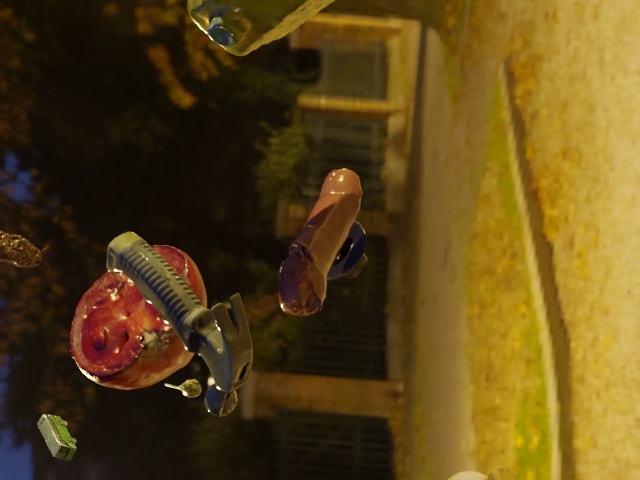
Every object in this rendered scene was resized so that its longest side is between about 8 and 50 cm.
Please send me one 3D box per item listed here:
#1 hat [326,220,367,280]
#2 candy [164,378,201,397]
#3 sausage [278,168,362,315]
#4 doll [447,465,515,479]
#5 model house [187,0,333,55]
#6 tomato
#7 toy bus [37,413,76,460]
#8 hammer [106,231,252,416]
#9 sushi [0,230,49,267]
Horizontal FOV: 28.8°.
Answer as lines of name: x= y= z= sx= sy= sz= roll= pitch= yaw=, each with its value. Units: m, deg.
hat: x=0.042 y=0.028 z=1.928 sx=0.121 sy=0.050 sz=0.121 roll=-41 pitch=26 yaw=25
candy: x=-0.270 y=0.284 z=2.413 sx=0.123 sy=0.035 sz=0.035 roll=-3 pitch=108 yaw=55
sausage: x=0.001 y=0.000 z=1.773 sx=0.304 sy=0.078 sz=0.078 roll=-66 pitch=-16 yaw=-51
doll: x=0.222 y=0.451 z=1.974 sx=0.141 sy=0.117 sz=0.296 roll=62 pitch=150 yaw=18
model house: x=-0.041 y=-0.387 z=1.616 sx=0.237 sy=0.215 sz=0.303 roll=-29 pitch=34 yaw=47
tomato: x=-0.261 y=0.129 z=1.913 sx=0.139 sy=0.233 sz=0.200 roll=49 pitch=-176 yaw=-47
toy bus: x=-0.411 y=0.307 z=1.949 sx=0.031 sy=0.037 sz=0.083 roll=-58 pitch=42 yaw=15
hammer: x=-0.157 y=0.073 z=1.373 sx=0.226 sy=0.041 sz=0.158 roll=45 pitch=142 yaw=26
sushi: x=-0.505 y=0.016 z=2.048 sx=0.055 sy=0.120 sz=0.052 roll=-20 pitch=57 yaw=42
